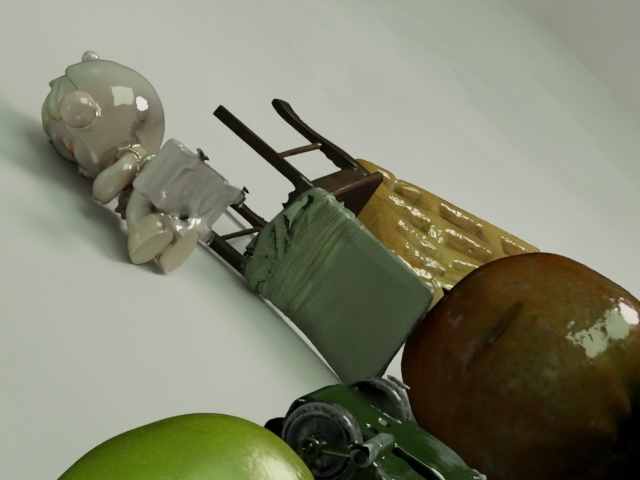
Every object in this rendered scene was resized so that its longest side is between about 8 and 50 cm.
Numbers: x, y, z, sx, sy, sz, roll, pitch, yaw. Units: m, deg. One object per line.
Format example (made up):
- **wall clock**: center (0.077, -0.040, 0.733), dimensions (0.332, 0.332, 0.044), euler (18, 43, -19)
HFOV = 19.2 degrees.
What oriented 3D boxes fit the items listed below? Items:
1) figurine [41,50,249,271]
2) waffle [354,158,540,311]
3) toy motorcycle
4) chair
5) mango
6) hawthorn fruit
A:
- **figurine**: center (-0.201, -0.103, 1.934), dimensions (0.257, 0.144, 0.182), euler (45, 22, 29)
- **waffle**: center (0.161, 0.036, 2.371), dimensions (0.304, 0.077, 0.348), euler (28, 19, -16)
- **toy motorcycle**: center (0.065, 0.225, 1.705), dimensions (0.275, 0.127, 0.205), euler (36, 16, 15)
- **chair**: center (0.000, 0.000, 2.043), dimensions (0.319, 0.160, 0.186), euler (41, 20, 14)
- **mango**: center (-0.110, 0.218, 1.361), dimensions (0.175, 0.143, 0.293), euler (49, 31, 12)
- **hawthorn fruit**: center (0.214, 0.141, 1.971), dimensions (0.268, 0.268, 0.301), euler (17, 14, -48)
